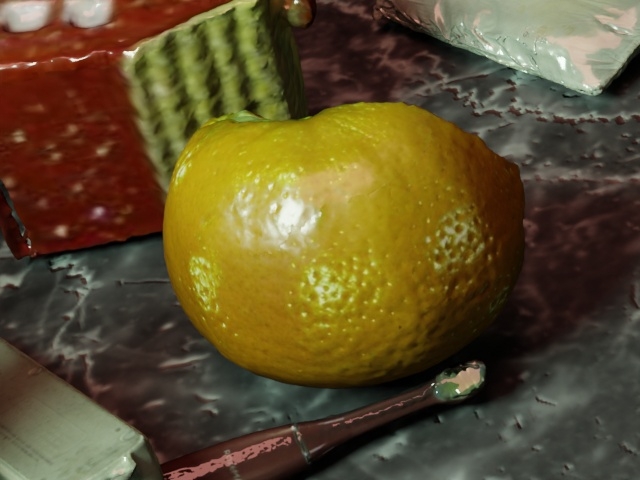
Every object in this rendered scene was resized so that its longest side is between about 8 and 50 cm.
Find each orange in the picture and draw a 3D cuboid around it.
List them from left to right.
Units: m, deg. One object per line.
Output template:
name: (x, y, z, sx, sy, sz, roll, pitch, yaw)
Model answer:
orange: (-0.001, 0.003, 1.231, 0.237, 0.179, 0.158, 6, 37, 32)

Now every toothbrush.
toothbrush: (-0.065, 0.147, 1.218, 0.364, 0.041, 0.041, -20, 43, -3)

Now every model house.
model house: (-0.118, -0.107, 1.387, 0.254, 0.196, 0.160, -5, 45, 11)

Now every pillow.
pillow: (0.155, -0.182, 1.479, 0.229, 0.051, 0.128, 24, 64, 37)

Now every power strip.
power strip: (-0.188, 0.119, 1.242, 0.078, 0.052, 0.272, -34, 34, -24)
